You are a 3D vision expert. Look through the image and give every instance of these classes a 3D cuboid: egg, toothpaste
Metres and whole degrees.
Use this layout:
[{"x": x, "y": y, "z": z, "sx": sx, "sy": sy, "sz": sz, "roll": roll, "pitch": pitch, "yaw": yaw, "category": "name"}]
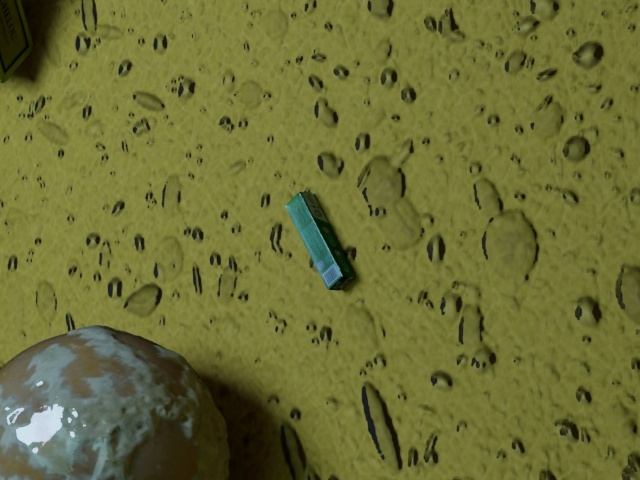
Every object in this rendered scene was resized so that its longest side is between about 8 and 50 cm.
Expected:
[{"x": -0.184, "y": 0.168, "z": 1.474, "sx": 0.245, "sy": 0.203, "sz": 0.203, "roll": -5, "pitch": 83, "yaw": 46, "category": "egg"}, {"x": 0.000, "y": 0.000, "z": 1.451, "sx": 0.020, "sy": 0.017, "sz": 0.083, "roll": -44, "pitch": 60, "yaw": 32, "category": "toothpaste"}]

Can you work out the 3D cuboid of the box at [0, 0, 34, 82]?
[{"x": -0.380, "y": -0.230, "z": 1.679, "sx": 0.220, "sy": 0.064, "sz": 0.141, "roll": 14, "pitch": 139, "yaw": 24, "category": "box"}]
